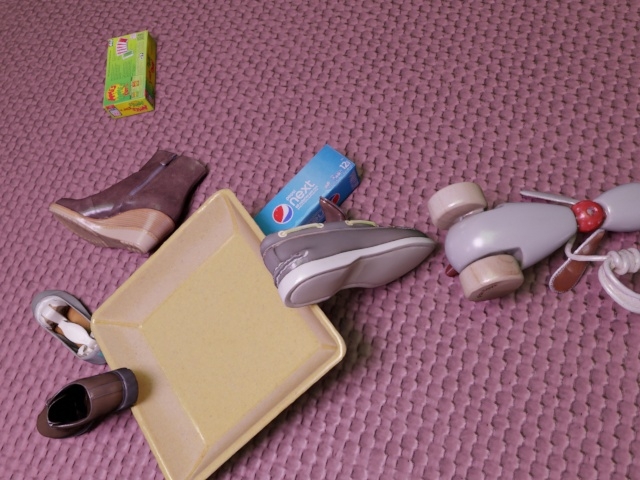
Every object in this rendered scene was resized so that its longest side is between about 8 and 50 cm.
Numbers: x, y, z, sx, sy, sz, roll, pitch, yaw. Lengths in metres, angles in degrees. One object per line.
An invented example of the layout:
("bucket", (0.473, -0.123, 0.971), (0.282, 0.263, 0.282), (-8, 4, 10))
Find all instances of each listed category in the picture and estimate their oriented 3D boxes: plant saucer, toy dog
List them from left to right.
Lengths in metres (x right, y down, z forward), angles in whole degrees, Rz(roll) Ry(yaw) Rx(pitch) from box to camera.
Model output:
("plant saucer", (-0.160, 0.146, 0.818), (0.332, 0.081, 0.333), (-43, 65, 8))
("toy dog", (0.313, 0.005, 0.789), (0.333, 0.161, 0.220), (8, 66, 0))

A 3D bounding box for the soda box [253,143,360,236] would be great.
("soda box", (-0.029, -0.060, 0.909), (0.071, 0.067, 0.210), (40, 81, 24))

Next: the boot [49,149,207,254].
("boot", (-0.358, -0.086, 0.999), (0.248, 0.090, 0.207), (16, 60, 19))

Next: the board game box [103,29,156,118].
("board game box", (-0.400, -0.352, 1.123), (0.092, 0.043, 0.182), (-10, 66, 9))

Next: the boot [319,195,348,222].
("boot", (0.000, 0.000, 0.866), (0.114, 0.106, 0.037), (-48, 30, -9))

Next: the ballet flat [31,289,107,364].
("ballet flat", (-0.438, 0.138, 0.916), (0.213, 0.068, 0.072), (29, 77, 22))

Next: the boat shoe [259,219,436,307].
("boat shoe", (0.051, 0.014, 0.765), (0.304, 0.109, 0.091), (-10, 54, -42))

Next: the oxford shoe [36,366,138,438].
("oxford shoe", (-0.385, 0.253, 0.812), (0.227, 0.096, 0.083), (-33, 72, 30))
